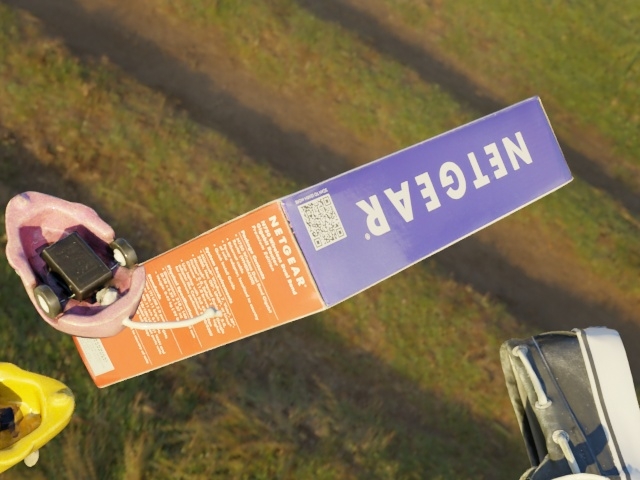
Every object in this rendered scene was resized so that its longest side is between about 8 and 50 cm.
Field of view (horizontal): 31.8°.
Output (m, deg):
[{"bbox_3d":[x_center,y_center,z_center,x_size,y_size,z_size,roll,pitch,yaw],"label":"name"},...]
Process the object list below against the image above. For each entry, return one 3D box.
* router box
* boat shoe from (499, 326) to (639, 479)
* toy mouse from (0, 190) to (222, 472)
[{"bbox_3d":[0.000,0.000,0.952,0.335,0.301,0.082,-25,91,-45],"label":"router box"},{"bbox_3d":[0.181,0.187,0.783,0.105,0.113,0.306,-2,51,0],"label":"boat shoe"},{"bbox_3d":[-0.122,0.020,0.395,0.161,0.031,0.143,-13,58,-18],"label":"toy mouse"}]
